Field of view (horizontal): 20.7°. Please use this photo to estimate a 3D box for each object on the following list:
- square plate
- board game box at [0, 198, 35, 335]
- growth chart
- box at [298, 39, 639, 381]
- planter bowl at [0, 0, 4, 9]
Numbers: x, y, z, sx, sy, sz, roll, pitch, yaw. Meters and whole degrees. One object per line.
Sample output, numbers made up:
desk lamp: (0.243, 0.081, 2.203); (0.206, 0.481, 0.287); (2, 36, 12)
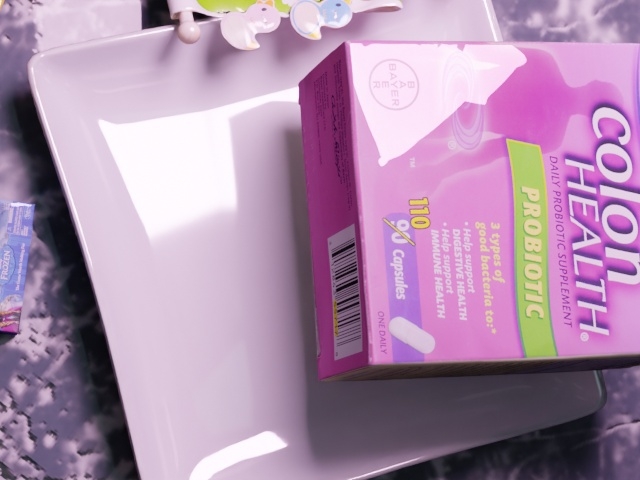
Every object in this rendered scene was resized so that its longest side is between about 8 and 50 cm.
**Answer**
square plate: (0.000, 0.000, 1.236); (0.347, 0.049, 0.344); (-15, 86, -18)
board game box: (-0.242, 0.014, 1.176); (0.090, 0.020, 0.090); (8, 79, -14)
growth chart: (-0.009, -0.216, 1.256); (0.237, 0.021, 0.172); (-13, 60, -18)
box: (0.121, -0.018, 1.187); (0.243, 0.117, 0.214); (-1, 81, -17)
planter bowl: (-0.309, -0.209, 1.158); (0.217, 0.090, 0.217); (3, 79, -16)
